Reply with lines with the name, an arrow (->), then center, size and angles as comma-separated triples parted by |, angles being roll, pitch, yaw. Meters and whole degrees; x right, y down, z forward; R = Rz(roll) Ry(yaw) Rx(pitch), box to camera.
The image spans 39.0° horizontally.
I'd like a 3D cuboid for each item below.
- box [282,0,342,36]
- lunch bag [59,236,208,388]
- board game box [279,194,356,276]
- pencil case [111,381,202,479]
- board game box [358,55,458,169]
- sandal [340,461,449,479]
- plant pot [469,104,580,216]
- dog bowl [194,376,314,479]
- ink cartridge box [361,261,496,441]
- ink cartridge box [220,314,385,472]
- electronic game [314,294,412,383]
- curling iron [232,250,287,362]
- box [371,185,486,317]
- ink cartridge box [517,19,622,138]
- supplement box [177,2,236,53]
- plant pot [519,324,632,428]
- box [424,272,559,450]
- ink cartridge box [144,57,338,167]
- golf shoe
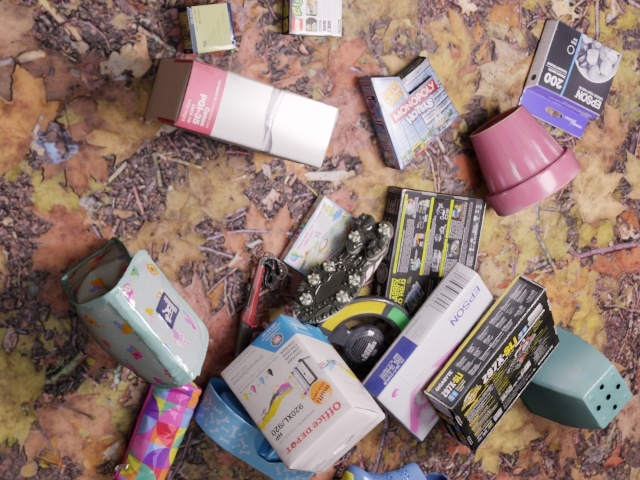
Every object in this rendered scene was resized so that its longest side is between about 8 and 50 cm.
box -> -0.014, -0.493, 1.713 | 0.114, 0.036, 0.207 | -3, 101, -25
lunch bag -> -0.315, 0.131, 1.554 | 0.160, 0.262, 0.223 | -40, 113, -14
board game box -> 0.000, 0.000, 1.816 | 0.103, 0.026, 0.154 | 35, 83, -27
pencil case -> -0.307, 0.364, 1.695 | 0.104, 0.104, 0.236 | 24, 87, -27
board game box -> 0.172, -0.279, 1.831 | 0.194, 0.060, 0.194 | -41, 115, -14
sandal -> 0.172, 0.538, 1.954 | 0.317, 0.126, 0.138 | 32, 81, -35
plant pot -> 0.415, -0.178, 1.905 | 0.201, 0.201, 0.180 | -34, 97, -17
dog bowl -> -0.122, 0.381, 1.757 | 0.297, 0.166, 0.074 | 38, 93, -27
ink cartridge box -> 0.264, 0.256, 1.901 | 0.324, 0.071, 0.330 | -52, 138, -8
ink cartridge box -> -0.031, 0.289, 1.690 | 0.171, 0.233, 0.168 | -44, 152, 7
electronic game -> 0.088, 0.214, 1.850 | 0.229, 0.048, 0.229 | -5, 117, -9
curling iron -> -0.129, 0.156, 1.768 | 0.068, 0.035, 0.274 | 19, 87, -29
box -> 0.228, 0.030, 1.915 | 0.216, 0.060, 0.270 | 5, 97, -26
ink cartridge box -> 0.556, -0.356, 2.014 | 0.206, 0.045, 0.208 | 18, 92, -28
supplement box -> -0.204, -0.382, 1.629 | 0.083, 0.056, 0.083 | -13, 105, -24
plant pot -> 0.566, 0.319, 2.034 | 0.165, 0.234, 0.166 | -43, 115, -13
box -> 0.370, 0.262, 1.904 | 0.322, 0.079, 0.257 | -49, 143, -12
ink cartridge box -> -0.141, -0.226, 1.604 | 0.283, 0.207, 0.117 | 15, 94, -27
golf shoe -> 0.054, 0.075, 1.783 | 0.273, 0.105, 0.120 | -47, 156, -23
